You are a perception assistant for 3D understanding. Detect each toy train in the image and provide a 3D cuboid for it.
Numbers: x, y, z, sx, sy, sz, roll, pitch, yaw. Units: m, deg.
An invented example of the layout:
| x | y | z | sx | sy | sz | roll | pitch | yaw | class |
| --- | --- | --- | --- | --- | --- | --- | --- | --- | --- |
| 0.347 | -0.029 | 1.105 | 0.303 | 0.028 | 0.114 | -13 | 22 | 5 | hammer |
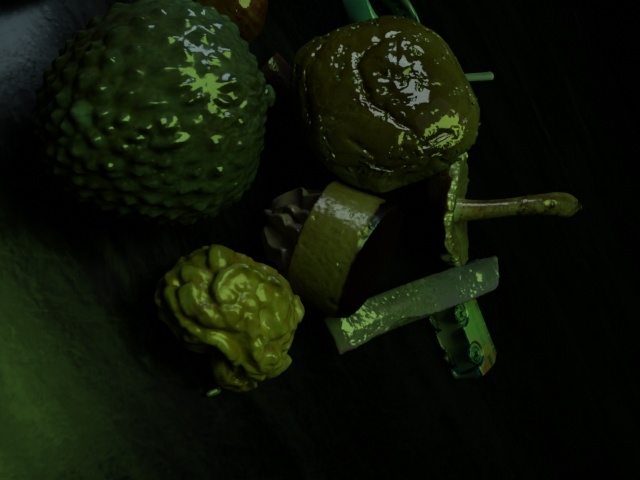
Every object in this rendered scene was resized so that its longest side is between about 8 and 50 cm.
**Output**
| x | y | z | sx | sy | sz | roll | pitch | yaw | class |
| --- | --- | --- | --- | --- | --- | --- | --- | --- | --- |
| 0.271 | 0.171 | 1.145 | 0.099 | 0.072 | 0.188 | -22 | 91 | -46 | toy train |

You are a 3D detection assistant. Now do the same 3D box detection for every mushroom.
| x | y | z | sx | sy | sz | roll | pitch | yaw | class |
| --- | --- | --- | --- | --- | --- | --- | --- | --- | --- |
| 0.333 | -0.088 | 1.156 | 0.208 | 0.302 | 0.233 | 62 | 8 | 15 | mushroom |

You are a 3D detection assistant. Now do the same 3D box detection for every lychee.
| x | y | z | sx | sy | sz | roll | pitch | yaw | class |
| --- | --- | --- | --- | --- | --- | --- | --- | --- | --- |
| -0.178 | -0.139 | 0.669 | 0.274 | 0.255 | 0.255 | -18 | 89 | -15 | lychee |

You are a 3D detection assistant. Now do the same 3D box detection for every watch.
| x | y | z | sx | sy | sz | roll | pitch | yaw | class |
| --- | --- | --- | --- | --- | --- | --- | --- | --- | --- |
| 0.129 | -0.471 | 1.237 | 0.237 | 0.068 | 0.195 | 25 | 58 | -40 | watch |

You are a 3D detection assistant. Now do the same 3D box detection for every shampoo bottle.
| x | y | z | sx | sy | sz | roll | pitch | yaw | class |
| --- | --- | --- | --- | --- | --- | --- | --- | --- | --- |
| -0.020 | -0.197 | 0.981 | 0.236 | 0.068 | 0.067 | 48 | 47 | -21 | shampoo bottle |

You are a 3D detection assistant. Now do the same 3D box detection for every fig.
| x | y | z | sx | sy | sz | roll | pitch | yaw | class |
| --- | --- | --- | --- | --- | --- | --- | --- | --- | --- |
| -0.158 | -0.346 | 0.847 | 0.148 | 0.202 | 0.149 | -43 | 127 | -7 | fig |

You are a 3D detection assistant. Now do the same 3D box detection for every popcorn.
| x | y | z | sx | sy | sz | roll | pitch | yaw | class |
| --- | --- | --- | --- | --- | --- | --- | --- | --- | --- |
| -0.099 | 0.086 | 0.740 | 0.163 | 0.140 | 0.194 | -46 | 111 | -40 | popcorn |

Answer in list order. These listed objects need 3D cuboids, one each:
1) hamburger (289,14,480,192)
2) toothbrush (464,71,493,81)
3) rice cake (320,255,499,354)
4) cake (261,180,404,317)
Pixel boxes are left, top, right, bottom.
| x | y | z | sx | sy | sz | roll | pitch | yaw | class |
| --- | --- | --- | --- | --- | --- | --- | --- | --- | --- |
| 0.092 | -0.209 | 0.877 | 0.134 | 0.266 | 0.284 | 64 | 4 | -75 | hamburger |
| 0.354 | -0.400 | 1.479 | 0.342 | 0.025 | 0.030 | -24 | 98 | -48 | toothbrush |
| 0.165 | 0.103 | 1.011 | 0.399 | 0.064 | 0.070 | -14 | 81 | -35 | rice cake |
| 0.000 | 0.000 | 0.870 | 0.208 | 0.178 | 0.185 | -9 | 123 | -63 | cake |
